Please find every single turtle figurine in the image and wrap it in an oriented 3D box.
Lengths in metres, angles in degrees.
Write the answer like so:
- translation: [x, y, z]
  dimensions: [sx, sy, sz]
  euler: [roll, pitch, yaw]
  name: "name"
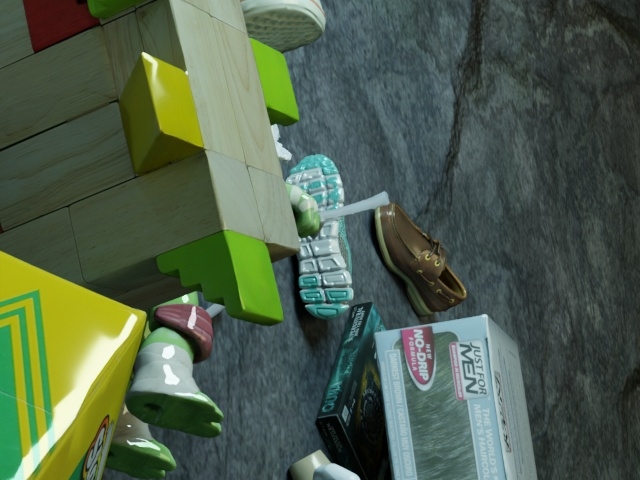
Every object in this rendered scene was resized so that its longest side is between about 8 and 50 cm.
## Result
- translation: [-0.073, 0.047, 1.297]
  dimensions: [0.275, 0.198, 0.266]
  euler: [49, 39, -43]
  name: "turtle figurine"

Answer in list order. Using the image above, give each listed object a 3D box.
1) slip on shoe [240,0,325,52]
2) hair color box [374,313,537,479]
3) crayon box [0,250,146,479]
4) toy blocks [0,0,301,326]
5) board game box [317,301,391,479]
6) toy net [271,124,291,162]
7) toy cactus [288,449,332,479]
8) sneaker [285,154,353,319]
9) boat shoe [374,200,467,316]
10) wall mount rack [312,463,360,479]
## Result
- translation: [-0.072, -0.193, 1.412]
  dimensions: [0.331, 0.123, 0.101]
  euler: [-142, -143, -82]
  name: "slip on shoe"
- translation: [0.147, 0.190, 1.756]
  dimensions: [0.374, 0.113, 0.185]
  euler: [37, 45, -77]
  name: "hair color box"
- translation: [-0.210, 0.228, 0.750]
  dimensions: [0.313, 0.106, 0.363]
  euler: [-62, 172, -59]
  name: "crayon box"
- translation: [-0.177, -0.092, 1.066]
  dimensions: [0.191, 0.261, 0.381]
  euler: [18, 55, -62]
  name: "toy blocks"
- translation: [0.047, 0.167, 1.744]
  dimensions: [0.186, 0.026, 0.126]
  euler: [-69, 141, -54]
  name: "board game box"
- translation: [-0.122, -0.118, 1.276]
  dimensions: [0.122, 0.232, 0.045]
  euler: [-87, -158, -72]
  name: "toy net"
- translation: [0.023, 0.281, 1.566]
  dimensions: [0.180, 0.112, 0.219]
  euler: [61, 23, 8]
  name: "toy cactus"
- translation: [0.000, 0.000, 1.694]
  dimensions: [0.076, 0.065, 0.166]
  euler: [55, 30, -76]
  name: "sneaker"
- translation: [0.112, 0.016, 1.933]
  dimensions: [0.064, 0.060, 0.178]
  euler: [-81, 150, -41]
  name: "boat shoe"
- translation: [0.044, 0.312, 1.223]
  dimensions: [0.350, 0.304, 0.130]
  euler: [-36, 141, -35]
  name: "wall mount rack"
